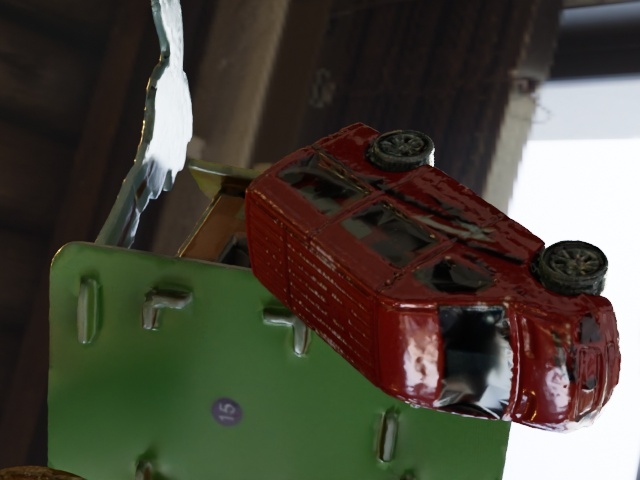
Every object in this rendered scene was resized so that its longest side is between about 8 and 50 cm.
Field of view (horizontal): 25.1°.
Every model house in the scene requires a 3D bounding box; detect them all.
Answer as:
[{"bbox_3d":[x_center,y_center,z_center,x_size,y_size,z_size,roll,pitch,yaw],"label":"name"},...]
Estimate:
[{"bbox_3d":[0.000,0.000,1.022,0.323,0.300,0.340,-65,-18,-66],"label":"model house"}]

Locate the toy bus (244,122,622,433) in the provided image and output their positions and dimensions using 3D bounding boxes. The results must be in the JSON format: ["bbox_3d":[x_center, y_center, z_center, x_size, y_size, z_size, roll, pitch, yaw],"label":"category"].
[{"bbox_3d":[0.050,0.021,0.667,0.089,0.195,0.081,-24,-49,-27],"label":"toy bus"}]

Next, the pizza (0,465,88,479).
[{"bbox_3d":[-0.199,0.211,0.891,0.046,0.175,0.134,14,-115,-61],"label":"pizza"}]
